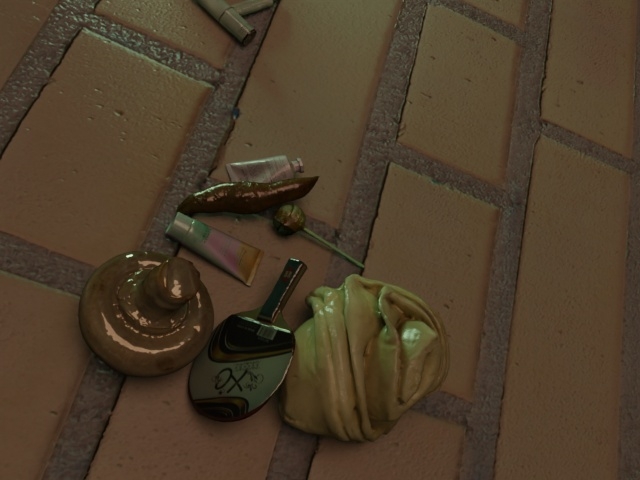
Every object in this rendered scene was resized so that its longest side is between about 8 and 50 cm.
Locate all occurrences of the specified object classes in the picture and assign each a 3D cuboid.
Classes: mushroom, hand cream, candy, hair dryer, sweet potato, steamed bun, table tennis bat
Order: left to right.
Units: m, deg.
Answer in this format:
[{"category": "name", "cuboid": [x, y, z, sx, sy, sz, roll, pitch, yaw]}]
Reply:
[{"category": "mushroom", "cuboid": [-0.260, 0.114, 1.064, 0.207, 0.209, 0.206, -2, 94, -27]}, {"category": "hand cream", "cuboid": [-0.186, 0.009, 1.226, 0.174, 0.047, 0.076, 30, 58, -16]}, {"category": "hair dryer", "cuboid": [-0.160, -0.512, 1.479, 0.155, 0.044, 0.183, 44, 54, 1]}, {"category": "sweet potato", "cuboid": [-0.127, -0.081, 1.265, 0.274, 0.067, 0.067, -11, 71, -14]}, {"category": "table tennis bat", "cuboid": [-0.103, 0.158, 1.134, 0.174, 0.022, 0.301, 14, 61, 32]}, {"category": "hand cream", "cuboid": [-0.101, -0.126, 1.322, 0.142, 0.053, 0.084, -18, 73, -11]}, {"category": "candy", "cuboid": [0.000, 0.000, 1.303, 0.203, 0.061, 0.061, 34, 59, -14]}, {"category": "steamed bun", "cuboid": [0.075, 0.186, 1.150, 0.289, 0.203, 0.275, -1, 66, -21]}]
